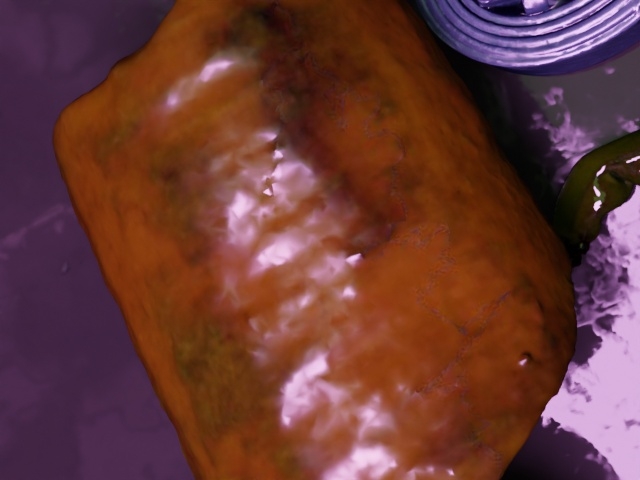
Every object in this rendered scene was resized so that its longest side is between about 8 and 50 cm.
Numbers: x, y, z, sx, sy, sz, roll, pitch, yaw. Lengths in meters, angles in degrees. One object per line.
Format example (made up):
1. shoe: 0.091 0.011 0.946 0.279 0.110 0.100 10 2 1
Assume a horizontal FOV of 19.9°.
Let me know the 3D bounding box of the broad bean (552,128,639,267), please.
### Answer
1. broad bean: 0.218 -0.046 1.064 0.195 0.046 0.061 -24 100 20

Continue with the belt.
1. belt: 0.146 -0.178 1.054 0.190 0.082 0.141 -37 82 15

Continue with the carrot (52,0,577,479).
1. carrot: 0.000 0.000 1.023 0.241 0.241 0.341 -28 83 15
